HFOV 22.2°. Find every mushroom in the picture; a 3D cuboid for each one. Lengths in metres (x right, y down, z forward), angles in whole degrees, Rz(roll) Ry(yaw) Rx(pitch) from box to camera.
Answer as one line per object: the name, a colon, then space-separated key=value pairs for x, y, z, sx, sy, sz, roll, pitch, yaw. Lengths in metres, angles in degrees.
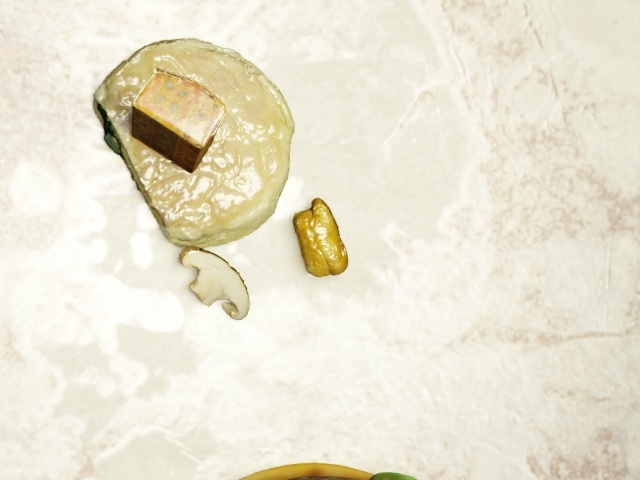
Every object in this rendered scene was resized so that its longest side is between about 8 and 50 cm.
mushroom: x=-0.107 y=0.042 z=1.656 sx=0.049 sy=0.019 sz=0.101 roll=-42 pitch=118 yaw=-7

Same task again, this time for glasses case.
glasses case: x=-0.132 y=-0.111 z=1.513 sx=0.075 sy=0.218 sz=0.049 roll=33 pitch=83 yaw=-4

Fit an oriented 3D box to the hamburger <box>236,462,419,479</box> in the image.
hamburger: x=-0.007 y=0.395 z=1.558 sx=0.396 sy=0.277 sz=0.395 roll=-1 pitch=93 yaw=-10

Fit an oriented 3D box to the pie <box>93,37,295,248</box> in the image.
pie: x=-0.117 y=-0.105 z=1.652 sx=0.185 sy=0.052 sz=0.218 roll=-26 pitch=92 yaw=-7

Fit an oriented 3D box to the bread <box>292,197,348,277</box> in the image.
bread: x=0.000 y=0.000 z=1.662 sx=0.046 sy=0.081 sz=0.083 roll=-16 pitch=60 yaw=-1
